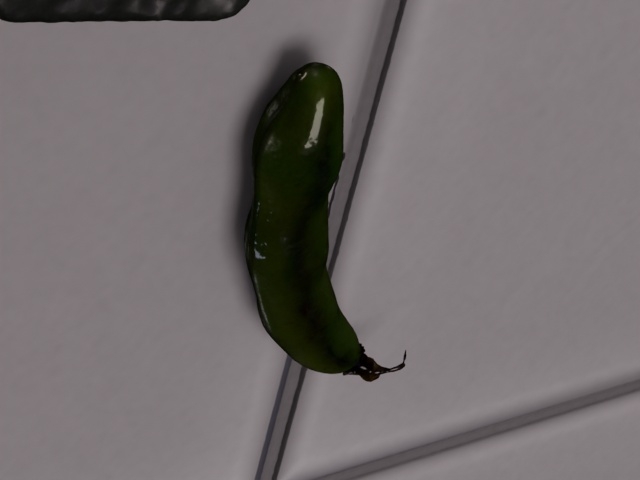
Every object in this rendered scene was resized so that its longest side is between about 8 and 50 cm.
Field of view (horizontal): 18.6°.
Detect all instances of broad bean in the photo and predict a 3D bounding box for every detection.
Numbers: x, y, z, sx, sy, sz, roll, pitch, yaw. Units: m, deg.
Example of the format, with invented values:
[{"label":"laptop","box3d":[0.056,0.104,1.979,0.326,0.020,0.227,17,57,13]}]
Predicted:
[{"label":"broad bean","box3d":[-0.005,0.003,0.945,0.069,0.039,0.227,-26,142,-10]}]

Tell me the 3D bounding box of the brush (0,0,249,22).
[{"label":"brush","box3d":[-0.059,-0.170,0.706,0.123,0.059,0.197,-8,132,-38]}]
